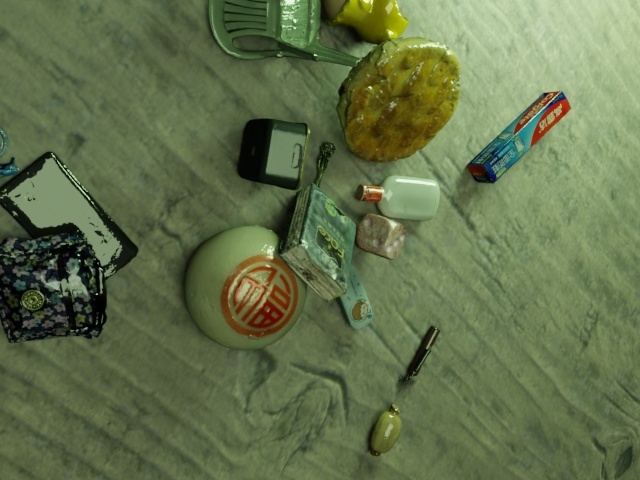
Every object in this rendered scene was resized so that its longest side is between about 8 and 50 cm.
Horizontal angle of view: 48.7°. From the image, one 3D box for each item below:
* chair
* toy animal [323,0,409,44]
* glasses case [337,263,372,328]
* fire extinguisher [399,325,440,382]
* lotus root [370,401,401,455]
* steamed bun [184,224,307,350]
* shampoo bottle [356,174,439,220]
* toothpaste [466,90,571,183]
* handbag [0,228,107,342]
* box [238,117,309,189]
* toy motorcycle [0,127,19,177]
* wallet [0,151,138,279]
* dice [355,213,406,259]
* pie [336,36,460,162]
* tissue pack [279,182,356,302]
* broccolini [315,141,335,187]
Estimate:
[{"bbox_3d":[-0.071,-0.470,1.472,0.191,0.275,0.203,-22,122,-44],"label":"chair"},{"bbox_3d":[0.088,-0.521,1.581,0.230,0.156,0.156,29,86,-23],"label":"toy animal"},{"bbox_3d":[0.076,0.137,1.748,0.067,0.045,0.178,-28,110,-18],"label":"glasses case"},{"bbox_3d":[0.269,0.308,1.870,0.035,0.049,0.173,31,85,-34],"label":"fire extinguisher"},{"bbox_3d":[0.174,0.497,1.848,0.073,0.062,0.150,23,90,-27],"label":"lotus root"},{"bbox_3d":[-0.154,0.110,1.559,0.283,0.177,0.282,-5,101,-26],"label":"steamed bun"},{"bbox_3d":[0.193,-0.108,1.758,0.221,0.051,0.107,4,99,-27],"label":"shampoo bottle"},{"bbox_3d":[0.528,-0.275,1.876,0.320,0.076,0.066,-43,111,-14],"label":"toothpaste"},{"bbox_3d":[-0.527,0.098,1.393,0.208,0.127,0.228,-6,105,-9],"label":"handbag"},{"bbox_3d":[-0.106,-0.189,1.519,0.090,0.201,0.144,8,97,-23],"label":"box"},{"bbox_3d":[-0.697,-0.141,1.306,0.255,0.092,0.135,-16,115,-32],"label":"toy motorcycle"},{"bbox_3d":[-0.512,-0.032,1.445,0.146,0.030,0.285,-43,114,-14],"label":"wallet"},{"bbox_3d":[0.146,-0.009,1.714,0.093,0.094,0.091,22,87,-59],"label":"dice"},{"bbox_3d":[0.181,-0.320,1.628,0.340,0.083,0.339,-22,140,-19],"label":"pie"},{"bbox_3d":[0.000,0.000,1.600,0.073,0.235,0.173,-28,119,29],"label":"tissue pack"},{"bbox_3d":[0.005,-0.166,1.677,0.035,0.030,0.139,0,107,-62],"label":"broccolini"}]
